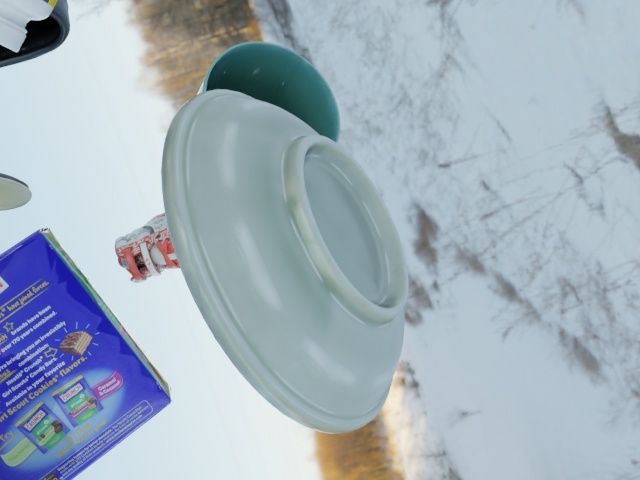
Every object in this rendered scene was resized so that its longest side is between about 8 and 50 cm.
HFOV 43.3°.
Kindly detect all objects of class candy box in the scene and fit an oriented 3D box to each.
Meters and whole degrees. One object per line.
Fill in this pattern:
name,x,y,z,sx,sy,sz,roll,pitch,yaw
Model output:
candy box,-0.418,0.183,1.181,0.317,0.268,0.122,55,170,-10

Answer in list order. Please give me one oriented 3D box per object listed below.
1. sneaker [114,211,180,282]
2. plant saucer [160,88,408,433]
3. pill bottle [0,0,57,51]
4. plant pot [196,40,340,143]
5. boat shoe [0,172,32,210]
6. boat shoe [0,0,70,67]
sneaker,-0.223,0.022,1.255,0.270,0.145,0.090,16,131,53
plant saucer,0.000,0.000,0.873,0.400,0.100,0.400,44,-150,-35
pill bottle,-0.204,-0.192,0.550,0.116,0.065,0.065,-63,2,3
plant pot,-0.143,-0.222,1.667,0.235,0.293,0.293,-34,71,56
boat shoe,-0.396,-0.066,0.910,0.049,0.137,0.043,-58,46,27
boat shoe,-0.499,-0.219,0.830,0.156,0.500,0.187,62,156,17
